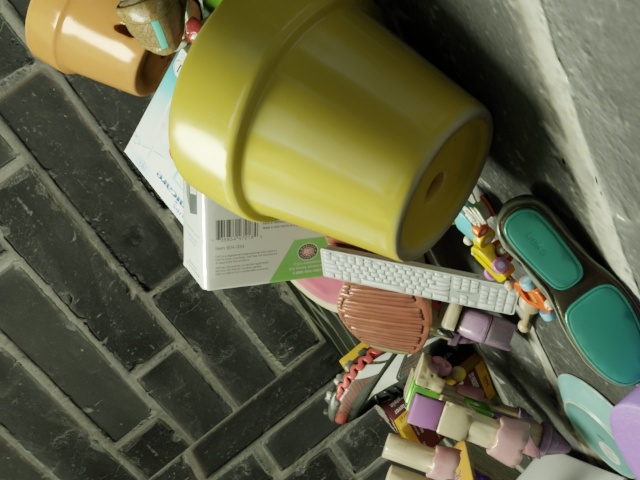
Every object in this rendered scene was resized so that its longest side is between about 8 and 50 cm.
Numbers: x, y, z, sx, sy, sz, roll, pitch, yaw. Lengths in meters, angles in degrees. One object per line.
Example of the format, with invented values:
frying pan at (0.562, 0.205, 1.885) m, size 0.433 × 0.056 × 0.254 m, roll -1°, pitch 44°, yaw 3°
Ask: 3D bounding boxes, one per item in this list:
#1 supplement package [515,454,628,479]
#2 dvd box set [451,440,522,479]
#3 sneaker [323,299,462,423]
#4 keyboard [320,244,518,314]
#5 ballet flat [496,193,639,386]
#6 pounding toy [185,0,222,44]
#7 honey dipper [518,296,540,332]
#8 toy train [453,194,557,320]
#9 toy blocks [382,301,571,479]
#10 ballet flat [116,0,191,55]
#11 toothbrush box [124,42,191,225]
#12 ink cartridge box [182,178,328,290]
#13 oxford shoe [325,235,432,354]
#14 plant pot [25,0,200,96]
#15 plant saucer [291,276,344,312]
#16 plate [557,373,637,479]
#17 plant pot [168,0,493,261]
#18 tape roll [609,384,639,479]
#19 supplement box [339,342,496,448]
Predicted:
supplement package at (0.386, 0.439, 1.283) m, size 0.177 × 0.175 × 0.293 m, roll 44°, pitch 172°, yaw -2°
dvd box set at (0.363, 0.566, 1.485) m, size 0.308 × 0.062 × 0.420 m, roll 34°, pitch -154°, yaw -20°
sneaker at (0.131, 0.225, 1.490) m, size 0.135 × 0.276 × 0.097 m, roll 45°, pitch 174°, yaw 23°
keyboard at (0.126, 0.052, 1.135) m, size 0.256 × 0.014 × 0.072 m, roll 11°, pitch 144°, yaw 11°
ballet flat at (0.248, 0.042, 0.849) m, size 0.213 × 0.072 × 0.068 m, roll 53°, pitch -161°, yaw -2°
pounding toy at (-0.150, -0.312, 1.307) m, size 0.237 × 0.110 × 0.183 m, roll 40°, pitch 165°, yaw 54°
honey dipper at (0.256, 0.089, 1.077) m, size 0.030 × 0.030 × 0.160 m, roll 49°, pitch 173°, yaw 22°
toy train at (0.205, 0.009, 0.967) m, size 0.166 × 0.046 × 0.125 m, roll 52°, pitch 171°, yaw -18°
toy blocks at (0.259, 0.256, 1.301) m, size 0.260 × 0.308 × 0.288 m, roll 19°, pitch -179°, yaw 4°
ballet flat at (-0.245, -0.358, 1.366) m, size 0.342 × 0.116 × 0.124 m, roll -110°, pitch -2°, yaw -64°
toothbrush box at (-0.194, -0.183, 1.549) m, size 0.216 × 0.126 × 0.295 m, roll 51°, pitch 137°, yaw 7°
ink cartridge box at (-0.084, -0.085, 1.220) m, size 0.115 × 0.199 × 0.272 m, roll -142°, pitch 50°, yaw -60°
oxford shoe at (0.100, 0.023, 1.248) m, size 0.141 × 0.146 × 0.397 m, roll 8°, pitch 143°, yaw 15°
plant pot at (-0.355, -0.399, 1.589) m, size 0.204 × 0.290 × 0.291 m, roll 34°, pitch 169°, yaw 6°
plant saucer at (0.000, 0.000, 1.448) m, size 0.332 × 0.084 × 0.332 m, roll 38°, pitch 152°, yaw 25°
plate at (0.373, 0.255, 1.155) m, size 0.188 × 0.024 × 0.188 m, roll 50°, pitch 171°, yaw 12°
plant pot at (0.023, -0.105, 0.855) m, size 0.239 × 0.254 × 0.254 m, roll 33°, pitch 164°, yaw 23°
tape roll at (0.381, 0.222, 0.752) m, size 0.274 × 0.090 × 0.275 m, roll 52°, pitch 172°, yaw 10°
supplement box at (0.179, 0.251, 1.613) m, size 0.194 × 0.191 × 0.129 m, roll 43°, pitch 168°, yaw 42°
